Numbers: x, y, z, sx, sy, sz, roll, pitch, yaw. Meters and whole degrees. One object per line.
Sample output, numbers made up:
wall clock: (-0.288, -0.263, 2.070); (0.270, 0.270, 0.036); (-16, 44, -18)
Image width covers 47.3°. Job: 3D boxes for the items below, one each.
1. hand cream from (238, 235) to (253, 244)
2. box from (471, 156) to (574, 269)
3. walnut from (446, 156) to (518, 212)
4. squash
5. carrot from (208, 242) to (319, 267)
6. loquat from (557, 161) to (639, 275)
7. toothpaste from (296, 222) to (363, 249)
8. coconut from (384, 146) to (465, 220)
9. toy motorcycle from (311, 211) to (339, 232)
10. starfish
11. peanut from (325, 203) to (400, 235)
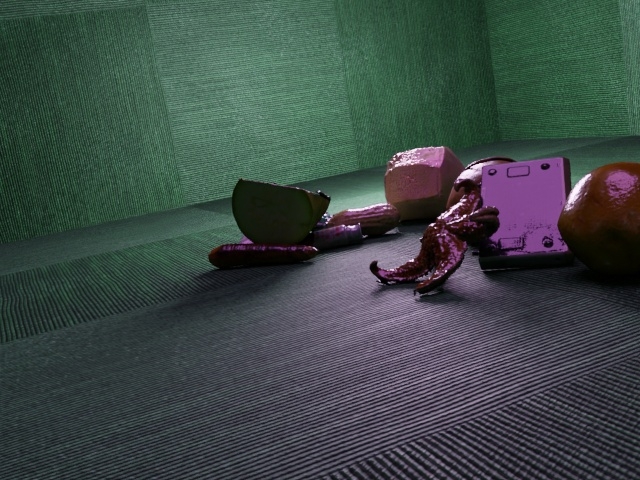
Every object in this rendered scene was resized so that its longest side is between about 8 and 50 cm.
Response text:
hand cream: (-0.150, -0.039, 2.229); (0.186, 0.117, 0.358); (-2, 19, 1)
box: (0.429, -0.062, 1.554); (0.211, 0.045, 0.270); (-4, 52, 22)
walnut: (0.413, -0.099, 1.805); (0.209, 0.208, 0.336); (-13, 3, -16)
squash: (-0.085, -0.118, 2.061); (0.234, 0.210, 0.309); (9, 27, 15)
carrot: (-0.151, 0.036, 1.939); (0.314, 0.066, 0.066); (-3, 12, 23)
loquat: (0.560, -0.036, 1.311); (0.214, 0.213, 0.246); (-16, 10, -31)
toothpaste: (0.000, 0.000, 2.031); (0.234, 0.057, 0.089); (-13, 31, 7)
coconut: (0.328, -0.174, 2.212); (0.245, 0.233, 0.233); (-8, 10, 23)
toy motorcycle: (0.008, -0.056, 2.309); (0.100, 0.058, 0.173); (2, 13, 26)
starfish: (0.244, 0.003, 1.539); (0.303, 0.113, 0.312); (-41, 9, 4)
peanut: (0.121, -0.052, 2.093); (0.215, 0.090, 0.098); (-8, 0, 1)
